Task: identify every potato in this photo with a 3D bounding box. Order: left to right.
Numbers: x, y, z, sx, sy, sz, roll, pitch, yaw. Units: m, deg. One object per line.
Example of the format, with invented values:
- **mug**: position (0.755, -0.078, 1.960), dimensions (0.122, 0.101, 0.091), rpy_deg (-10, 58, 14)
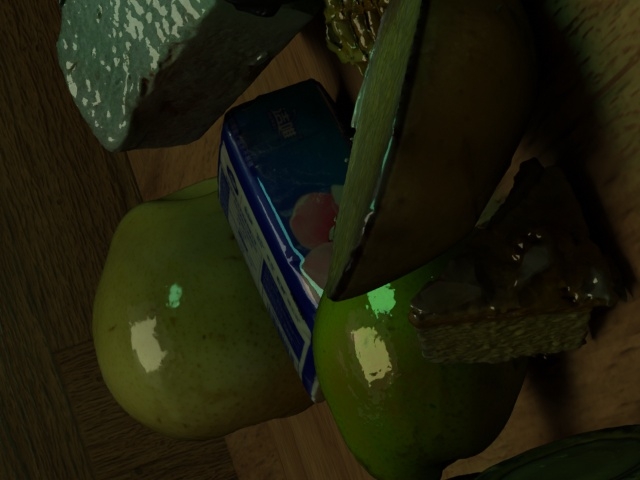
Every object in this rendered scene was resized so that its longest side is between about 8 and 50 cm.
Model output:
- **potato**: position (0.084, -0.079, 1.310), dimensions (0.239, 0.116, 0.299), rpy_deg (119, 168, -48)

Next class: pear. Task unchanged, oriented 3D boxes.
- **pear**: position (-0.114, 0.076, 2.090), dimensions (0.309, 0.309, 0.309), rpy_deg (162, 90, -77)
- **pear**: position (0.085, 0.092, 1.499), dimensions (0.187, 0.187, 0.220), rpy_deg (138, 135, -76)

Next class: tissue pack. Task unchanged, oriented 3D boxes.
- **tissue pack**: position (0.000, 0.000, 1.868), dimensions (0.209, 0.137, 0.270), rpy_deg (102, 145, -62)

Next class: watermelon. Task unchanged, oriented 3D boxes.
- **watermelon**: position (-0.141, -0.201, 1.753), dimensions (0.228, 0.258, 0.387), rpy_deg (32, -178, 0)

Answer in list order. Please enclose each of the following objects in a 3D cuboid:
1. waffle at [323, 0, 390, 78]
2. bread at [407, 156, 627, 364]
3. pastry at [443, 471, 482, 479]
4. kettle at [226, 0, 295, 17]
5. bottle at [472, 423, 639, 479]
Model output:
- **waffle**: position (0.025, -0.246, 1.539), dimensions (0.291, 0.051, 0.291), rpy_deg (59, 166, 25)
- **bread**: position (0.128, 0.027, 1.334), dimensions (0.147, 0.152, 0.127), rpy_deg (81, 169, -71)
- **pastry**: position (0.142, 0.358, 1.492), dimensions (0.356, 0.163, 0.356), rpy_deg (-17, -90, -75)
- **kettle**: position (-0.037, -0.312, 1.354), dimensions (0.268, 0.207, 0.290), rpy_deg (-21, 88, 51)
- **bottle**: position (0.218, 0.319, 1.284), dimensions (0.171, 0.171, 0.351), rpy_deg (-165, 58, -75)
